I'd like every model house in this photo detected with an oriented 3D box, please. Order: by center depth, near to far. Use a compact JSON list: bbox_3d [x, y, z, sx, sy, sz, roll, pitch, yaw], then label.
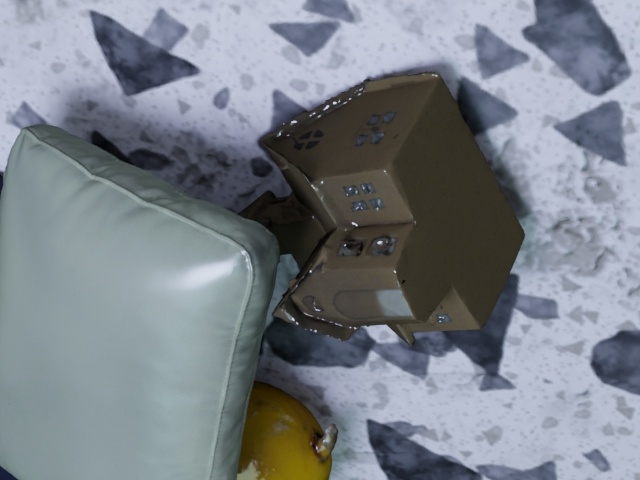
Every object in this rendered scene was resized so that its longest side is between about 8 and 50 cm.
[{"bbox_3d":[0.000,0.000,1.197,0.248,0.176,0.181,-7,127,40],"label":"model house"}]

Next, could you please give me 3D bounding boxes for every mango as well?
[{"bbox_3d":[-0.113,0.214,1.403,0.317,0.119,0.176,-27,124,34],"label":"mango"}]

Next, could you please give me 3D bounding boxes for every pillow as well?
[{"bbox_3d":[-0.164,0.087,1.204,0.255,0.120,0.322,27,121,23],"label":"pillow"}]

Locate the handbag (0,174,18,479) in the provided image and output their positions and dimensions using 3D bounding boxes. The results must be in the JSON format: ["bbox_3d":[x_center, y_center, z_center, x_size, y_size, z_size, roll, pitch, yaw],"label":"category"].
[{"bbox_3d":[-0.363,0.094,1.381,0.269,0.118,0.325,-4,124,19],"label":"handbag"}]
